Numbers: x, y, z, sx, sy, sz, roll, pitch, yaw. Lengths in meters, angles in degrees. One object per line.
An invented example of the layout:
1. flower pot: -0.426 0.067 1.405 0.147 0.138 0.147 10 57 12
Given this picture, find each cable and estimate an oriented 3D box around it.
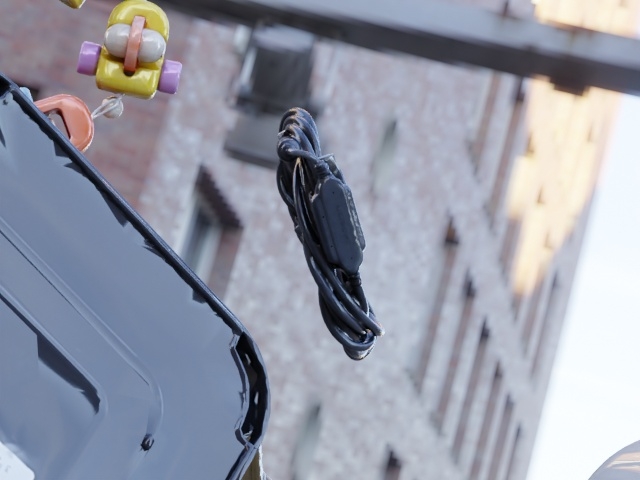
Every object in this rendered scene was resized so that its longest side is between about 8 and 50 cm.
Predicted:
1. cable: 0.000 0.000 1.372 0.047 0.184 0.150 -21 19 -7

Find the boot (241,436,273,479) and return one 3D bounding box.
1. boot: -0.131 0.118 1.118 0.203 0.095 0.262 18 -23 26

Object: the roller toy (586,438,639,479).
1. roller toy: 0.234 0.209 1.119 0.191 0.209 0.146 45 -26 -25

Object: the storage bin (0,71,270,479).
1. storage bin: -0.106 0.062 0.421 0.084 0.180 0.122 -21 -61 46

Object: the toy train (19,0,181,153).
1. toy train: -0.144 -0.116 1.053 0.125 0.166 0.046 -14 -5 -10
